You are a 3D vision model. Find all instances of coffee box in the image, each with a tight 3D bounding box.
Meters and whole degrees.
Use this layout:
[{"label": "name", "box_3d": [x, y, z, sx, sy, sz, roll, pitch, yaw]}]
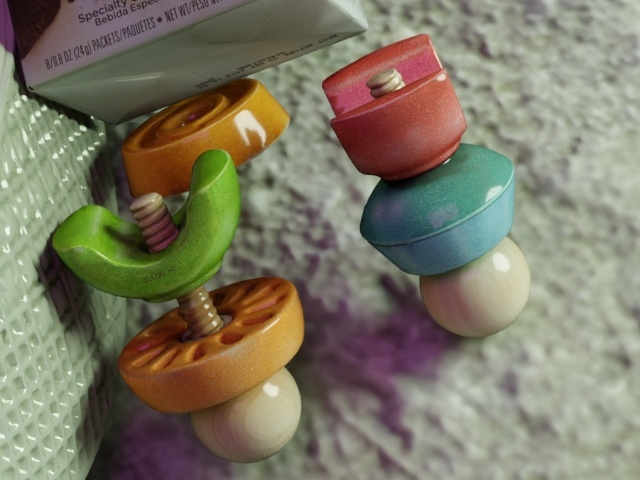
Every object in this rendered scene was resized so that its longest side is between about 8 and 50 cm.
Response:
[{"label": "coffee box", "box_3d": [-0.103, -0.237, 1.032, 0.168, 0.119, 0.297, -20, 77, 16]}]

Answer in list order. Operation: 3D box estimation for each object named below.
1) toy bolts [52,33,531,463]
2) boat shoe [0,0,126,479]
[{"label": "toy bolts", "box_3d": [0.000, 0.000, 1.004, 0.228, 0.158, 0.218, -22, 20, 11]}, {"label": "boat shoe", "box_3d": [-0.216, -0.055, 1.035, 0.156, 0.187, 0.500, -18, 58, 9]}]
